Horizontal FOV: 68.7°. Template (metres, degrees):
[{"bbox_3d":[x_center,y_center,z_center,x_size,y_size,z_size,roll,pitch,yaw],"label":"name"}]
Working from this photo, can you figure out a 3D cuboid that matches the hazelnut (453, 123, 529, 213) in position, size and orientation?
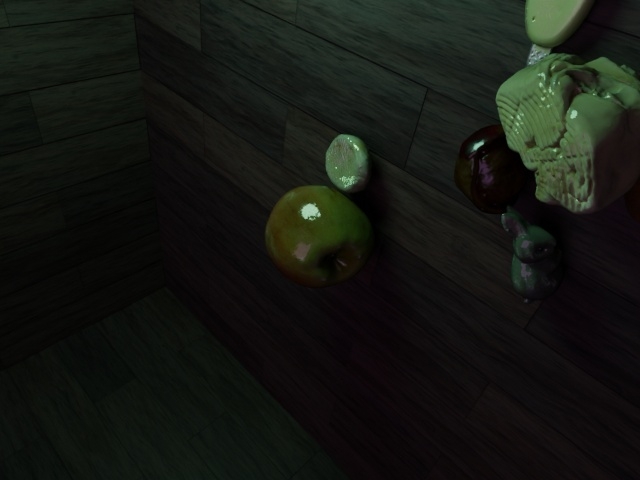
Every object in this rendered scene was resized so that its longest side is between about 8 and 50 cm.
[{"bbox_3d":[0.393,-0.167,1.074,0.160,0.170,0.202,30,158,31],"label":"hazelnut"}]

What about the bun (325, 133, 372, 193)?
[{"bbox_3d":[0.100,-0.237,1.424,0.183,0.102,0.184,23,120,47],"label":"bun"}]

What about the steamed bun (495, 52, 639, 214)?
[{"bbox_3d":[0.496,-0.217,0.893,0.289,0.203,0.276,-117,10,-62],"label":"steamed bun"}]

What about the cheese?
[{"bbox_3d":[0.454,-0.417,0.943,0.127,0.050,0.256,35,136,29],"label":"cheese"}]

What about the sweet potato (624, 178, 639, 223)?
[{"bbox_3d":[0.647,-0.163,0.849,0.106,0.095,0.355,6,134,-5],"label":"sweet potato"}]

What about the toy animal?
[{"bbox_3d":[0.491,0.027,1.089,0.125,0.127,0.251,-16,128,23],"label":"toy animal"}]

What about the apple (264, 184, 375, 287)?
[{"bbox_3d":[0.000,0.000,1.496,0.305,0.338,0.339,47,143,38],"label":"apple"}]
